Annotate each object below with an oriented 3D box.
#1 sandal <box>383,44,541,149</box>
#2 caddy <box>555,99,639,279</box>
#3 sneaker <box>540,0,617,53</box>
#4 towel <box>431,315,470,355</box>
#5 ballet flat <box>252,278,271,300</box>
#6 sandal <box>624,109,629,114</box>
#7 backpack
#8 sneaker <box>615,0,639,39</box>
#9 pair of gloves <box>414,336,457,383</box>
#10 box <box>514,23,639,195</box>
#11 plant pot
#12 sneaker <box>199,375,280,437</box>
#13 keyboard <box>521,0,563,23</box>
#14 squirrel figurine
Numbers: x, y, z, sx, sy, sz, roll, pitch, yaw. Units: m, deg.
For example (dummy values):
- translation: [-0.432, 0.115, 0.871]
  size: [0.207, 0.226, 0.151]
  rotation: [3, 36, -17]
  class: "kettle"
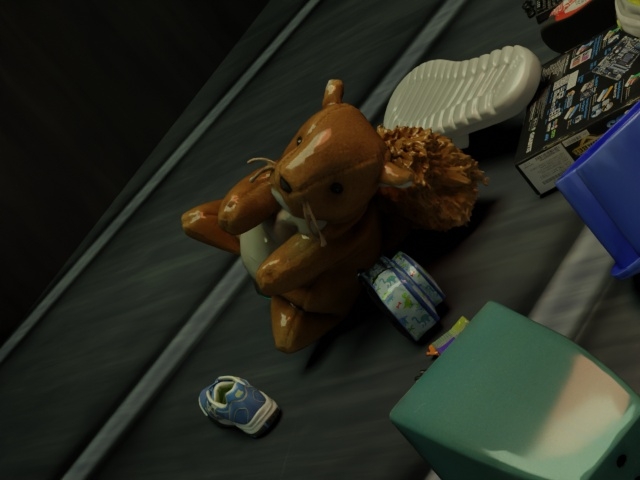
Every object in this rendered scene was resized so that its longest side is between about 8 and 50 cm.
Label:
- translation: [0.233, -0.212, 2.051]
  size: [0.416, 0.102, 0.169]
  rotation: [1, 65, 64]
  class: "sandal"
- translation: [0.430, -0.100, 1.401]
  size: [0.341, 0.179, 0.241]
  rotation: [-43, -4, -4]
  class: "caddy"
- translation: [0.485, -0.401, 2.042]
  size: [0.145, 0.090, 0.270]
  rotation: [-54, 21, -25]
  class: "sneaker"
- translation: [0.176, 0.130, 1.593]
  size: [0.060, 0.009, 0.083]
  rotation: [-40, 23, 2]
  class: "towel"
- translation: [0.000, 0.000, 2.116]
  size: [0.280, 0.095, 0.096]
  rotation: [-50, 34, 6]
  class: "ballet flat"
- translation: [0.409, -0.130, 1.632]
  size: [0.240, 0.079, 0.088]
  rotation: [-28, 24, 33]
  class: "sandal"
- translation: [0.118, 0.074, 1.709]
  size: [0.084, 0.105, 0.114]
  rotation: [-41, 25, 4]
  class: "backpack"
- translation: [0.520, -0.309, 1.580]
  size: [0.145, 0.147, 0.384]
  rotation: [-32, 36, -26]
  class: "sneaker"
- translation: [0.158, 0.155, 1.603]
  size: [0.074, 0.010, 0.083]
  rotation: [-18, 32, 43]
  class: "pair of gloves"
- translation: [0.432, -0.225, 1.801]
  size: [0.293, 0.073, 0.295]
  rotation: [-27, 24, 32]
  class: "box"
- translation: [0.221, 0.194, 1.196]
  size: [0.166, 0.165, 0.234]
  rotation: [-46, 28, -13]
  class: "plant pot"
- translation: [-0.135, 0.233, 1.877]
  size: [0.080, 0.081, 0.211]
  rotation: [-51, 20, -20]
  class: "sneaker"
- translation: [0.429, -0.466, 2.382]
  size: [0.108, 0.023, 0.180]
  rotation: [-32, 21, 25]
  class: "keyboard"
- translation: [0.037, -0.078, 1.828]
  size: [0.397, 0.281, 0.370]
  rotation: [-22, -24, -28]
  class: "squirrel figurine"
